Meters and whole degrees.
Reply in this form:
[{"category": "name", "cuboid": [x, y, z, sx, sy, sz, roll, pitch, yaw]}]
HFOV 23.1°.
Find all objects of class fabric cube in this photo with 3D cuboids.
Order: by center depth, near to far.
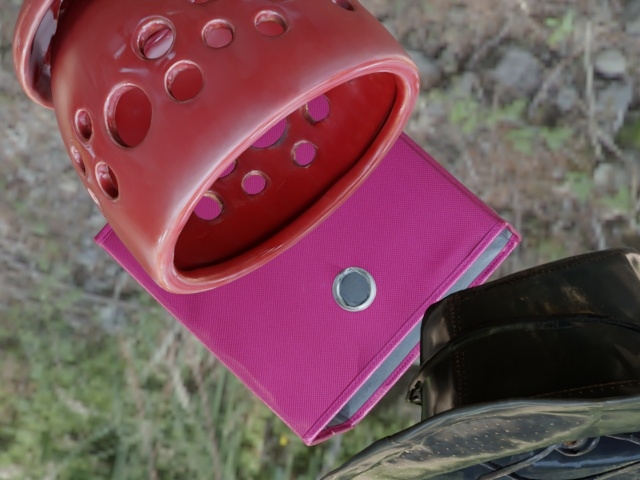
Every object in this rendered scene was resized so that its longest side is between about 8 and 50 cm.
[{"category": "fabric cube", "cuboid": [0.000, 0.000, 1.412, 0.258, 0.254, 0.259, 43, -176, 9]}]

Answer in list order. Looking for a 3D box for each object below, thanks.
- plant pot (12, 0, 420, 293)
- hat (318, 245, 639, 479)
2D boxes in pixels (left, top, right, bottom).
[{"category": "plant pot", "cuboid": [-0.067, -0.091, 0.896, 0.174, 0.191, 0.191, 48, 158, 19]}, {"category": "hat", "cuboid": [0.149, 0.078, 0.922, 0.331, 0.134, 0.331, -7, 159, -3]}]
